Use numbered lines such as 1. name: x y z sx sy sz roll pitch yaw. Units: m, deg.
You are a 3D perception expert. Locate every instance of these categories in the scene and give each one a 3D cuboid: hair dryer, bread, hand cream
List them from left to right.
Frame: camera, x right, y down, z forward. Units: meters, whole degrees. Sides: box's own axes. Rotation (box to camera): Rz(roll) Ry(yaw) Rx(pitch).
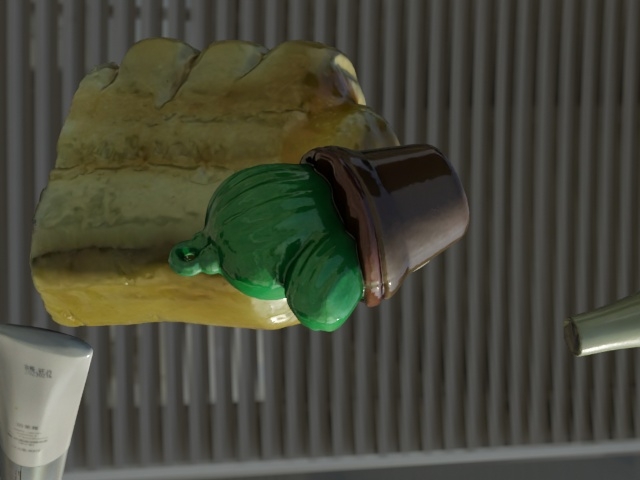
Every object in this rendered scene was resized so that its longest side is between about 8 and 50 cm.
1. hand cream: -0.229 0.142 1.144 0.255 0.079 0.048 108 -9 -51
2. bread: -0.083 -0.044 1.401 0.210 0.341 0.300 69 22 -53
3. hair dryer: 0.343 0.016 1.520 0.267 0.229 0.092 62 -7 -19

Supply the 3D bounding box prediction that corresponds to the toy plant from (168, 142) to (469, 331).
1. toy plant: 0.000 0.000 0.971 0.105 0.200 0.143 81 -17 -49
